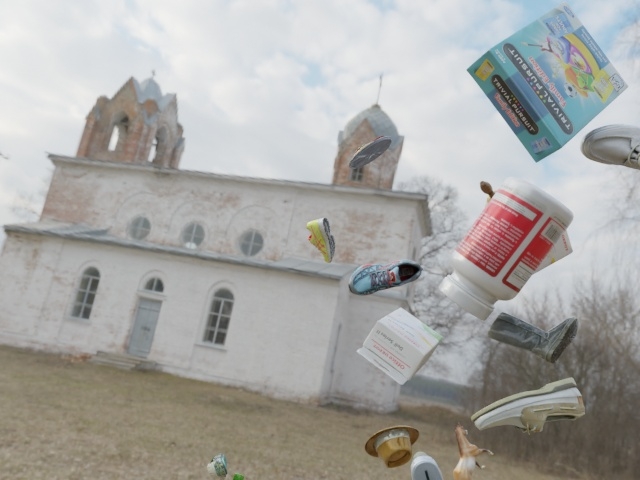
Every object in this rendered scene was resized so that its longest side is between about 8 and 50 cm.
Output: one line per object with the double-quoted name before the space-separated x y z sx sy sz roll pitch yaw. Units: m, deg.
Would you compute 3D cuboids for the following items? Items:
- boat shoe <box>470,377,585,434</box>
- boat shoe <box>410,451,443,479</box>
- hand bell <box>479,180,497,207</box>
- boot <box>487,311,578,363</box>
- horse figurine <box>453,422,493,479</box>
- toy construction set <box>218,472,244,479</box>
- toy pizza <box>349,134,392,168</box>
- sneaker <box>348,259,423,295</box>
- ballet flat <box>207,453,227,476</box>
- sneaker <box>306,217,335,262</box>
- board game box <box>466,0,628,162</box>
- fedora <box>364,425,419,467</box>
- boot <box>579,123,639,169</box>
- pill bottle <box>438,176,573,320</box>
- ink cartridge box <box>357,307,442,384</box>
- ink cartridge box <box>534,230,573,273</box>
"boat shoe" 0.561 0.462 1.491 0.302 0.103 0.113 -18 -26 -2
"boat shoe" 0.300 0.697 1.437 0.109 0.302 0.094 -10 -3 7
"hand bell" 0.662 -0.179 2.153 0.126 0.126 0.242 2 -16 36
"boot" 0.644 0.268 1.688 0.209 0.190 0.076 20 -41 49
"horse figurine" 0.510 0.786 1.906 0.174 0.263 0.066 39 -35 -22
"toy construction set" -0.262 0.858 1.751 0.309 0.237 0.257 9 -38 23
"toy pizza" 0.194 -0.355 2.206 0.201 0.032 0.201 -30 -11 -7
"sneaker" 0.221 0.115 1.869 0.262 0.104 0.125 -16 -2 -11
"ballet flat" -0.336 0.737 1.807 0.070 0.070 0.188 12 -18 -5
"sneaker" 0.000 0.000 2.189 0.094 0.081 0.208 -4 -57 17
"board game box" 0.517 -0.363 1.246 0.253 0.336 0.079 53 -31 0
"fedora" 0.236 0.668 1.779 0.194 0.079 0.194 -6 -47 -7
"boot" 0.702 -0.190 1.190 0.258 0.095 0.123 5 23 15
"pill bottle" 0.547 0.030 1.684 0.229 0.407 0.229 33 9 -6
"ink cartridge box" 0.293 0.373 2.012 0.207 0.119 0.353 35 17 18
"ink cartridge box" 0.734 0.005 1.981 0.233 0.171 0.168 -24 14 -15
